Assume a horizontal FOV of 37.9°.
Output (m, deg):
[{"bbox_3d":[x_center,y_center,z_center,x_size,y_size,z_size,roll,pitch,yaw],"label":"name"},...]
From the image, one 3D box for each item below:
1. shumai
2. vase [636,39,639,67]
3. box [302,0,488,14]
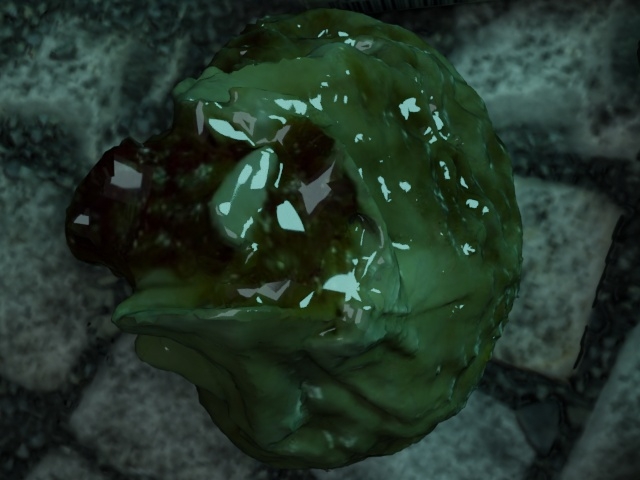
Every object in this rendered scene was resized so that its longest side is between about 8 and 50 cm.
[{"bbox_3d":[0.000,0.000,0.464,0.189,0.218,0.255,0,90,16],"label":"shumai"},{"bbox_3d":[0.228,-0.028,0.419,0.116,0.115,0.237,-8,45,7],"label":"vase"},{"bbox_3d":[0.111,-0.221,0.517,0.260,0.071,0.168,-3,90,6],"label":"box"}]
